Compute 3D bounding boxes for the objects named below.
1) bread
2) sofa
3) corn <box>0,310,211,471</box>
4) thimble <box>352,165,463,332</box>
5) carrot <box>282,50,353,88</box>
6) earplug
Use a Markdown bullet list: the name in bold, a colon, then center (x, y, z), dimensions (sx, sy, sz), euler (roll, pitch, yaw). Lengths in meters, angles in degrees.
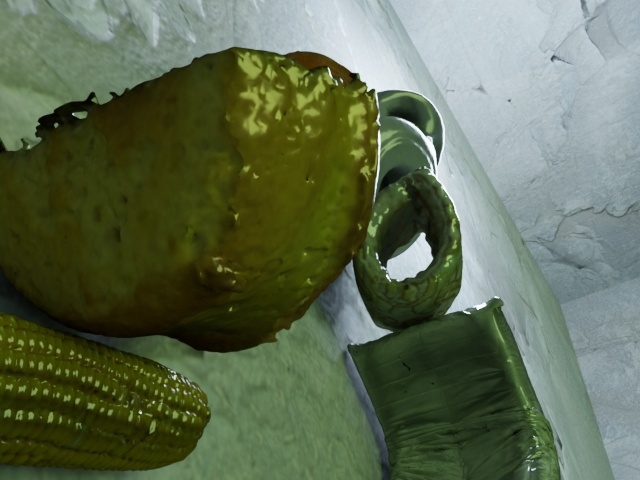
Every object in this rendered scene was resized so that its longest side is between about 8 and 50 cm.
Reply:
- **bread**: center (-0.085, -0.004, 0.410), dimensions (0.160, 0.261, 0.147), euler (10, 72, -58)
- **sofa**: center (0.142, 0.203, 0.763), dimensions (0.176, 0.210, 0.225), euler (-7, 77, -65)
- **corn**: center (-0.145, 0.092, 0.384), dimensions (0.231, 0.080, 0.080), euler (33, 39, -53)
- **thimble**: center (0.115, 0.015, 0.861), dimensions (0.143, 0.137, 0.190), euler (66, 34, -60)
- **carrot**: center (-0.036, -0.102, 0.760), dimensions (0.159, 0.159, 0.225), euler (56, 34, -23)
- **earplug**: center (0.092, -0.110, 1.032), dimensions (0.325, 0.175, 0.214), euler (-68, 145, -49)
